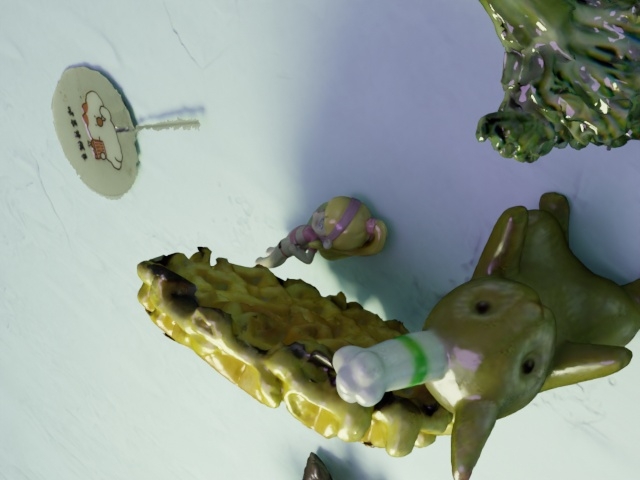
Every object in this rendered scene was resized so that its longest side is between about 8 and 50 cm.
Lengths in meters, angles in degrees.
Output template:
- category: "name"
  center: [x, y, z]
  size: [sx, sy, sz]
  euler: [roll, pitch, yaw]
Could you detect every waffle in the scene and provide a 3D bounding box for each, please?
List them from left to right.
- category: "waffle"
  center: [-0.006, 0.111, 1.459]
  size: [0.382, 0.380, 0.095]
  euler: [28, 101, 21]

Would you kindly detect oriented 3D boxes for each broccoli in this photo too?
- category: "broccoli"
  center: [0.180, -0.177, 1.218]
  size: [0.275, 0.177, 0.198]
  euler: [21, 108, -13]

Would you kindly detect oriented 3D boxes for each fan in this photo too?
- category: "fan"
  center: [-0.260, -0.148, 1.820]
  size: [0.329, 0.009, 0.190]
  euler: [-2, 107, 47]

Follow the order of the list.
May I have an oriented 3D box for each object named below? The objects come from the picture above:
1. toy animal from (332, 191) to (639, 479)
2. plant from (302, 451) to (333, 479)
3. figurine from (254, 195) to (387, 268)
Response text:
- category: "toy animal"
  center: [0.180, 0.087, 1.283]
  size: [0.181, 0.363, 0.180]
  euler: [50, 121, 8]
- category: "plant"
  center: [0.003, 0.445, 1.748]
  size: [0.194, 0.182, 0.320]
  euler: [-14, 105, 46]
- category: "figurine"
  center: [0.000, 0.000, 1.607]
  size: [0.187, 0.083, 0.083]
  euler: [-25, 92, 41]
